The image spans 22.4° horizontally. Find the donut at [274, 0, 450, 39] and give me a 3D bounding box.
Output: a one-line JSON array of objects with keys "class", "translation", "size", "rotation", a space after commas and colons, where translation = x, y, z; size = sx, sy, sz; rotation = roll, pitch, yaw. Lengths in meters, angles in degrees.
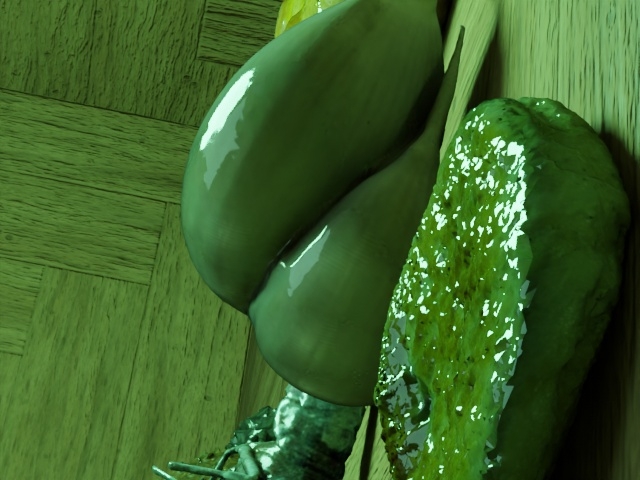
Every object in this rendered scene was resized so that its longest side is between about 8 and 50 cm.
[{"class": "donut", "translation": [0.050, -0.292, 1.579], "size": [0.299, 0.150, 0.317], "rotation": [-89, 12, -63]}]

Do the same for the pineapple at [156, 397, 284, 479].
[{"class": "pineapple", "translation": [-0.097, 0.298, 1.829], "size": [0.362, 0.202, 0.202], "rotation": [-67, -8, -59]}]

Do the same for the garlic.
[{"class": "garlic", "translation": [0.040, -0.034, 1.233], "size": [0.246, 0.231, 0.340], "rotation": [4, -60, -52]}]

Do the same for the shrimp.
[{"class": "shrimp", "translation": [-0.046, 0.231, 1.469], "size": [0.166, 0.221, 0.410], "rotation": [17, 77, 59]}]

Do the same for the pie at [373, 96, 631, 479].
[{"class": "pie", "translation": [0.092, 0.054, 0.828], "size": [0.277, 0.078, 0.277], "rotation": [-171, 90, -80]}]
